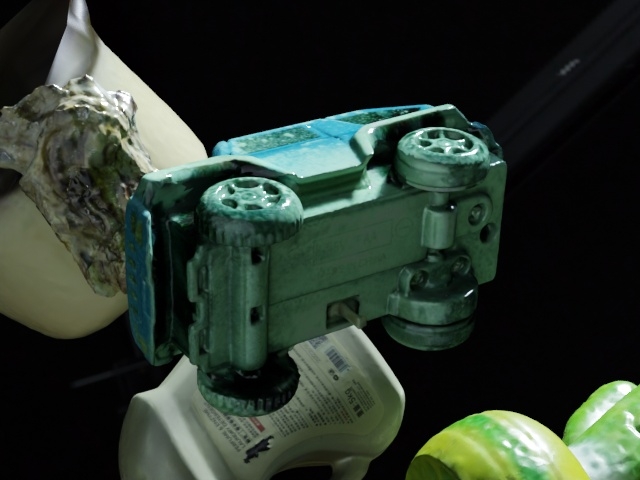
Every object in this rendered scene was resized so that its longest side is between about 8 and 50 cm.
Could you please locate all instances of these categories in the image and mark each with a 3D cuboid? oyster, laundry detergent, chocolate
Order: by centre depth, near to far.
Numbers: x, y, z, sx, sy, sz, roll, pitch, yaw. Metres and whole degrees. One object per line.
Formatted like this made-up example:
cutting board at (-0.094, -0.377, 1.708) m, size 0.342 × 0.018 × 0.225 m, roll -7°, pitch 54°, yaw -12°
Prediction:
oyster at (-0.157, -0.040, 0.953) m, size 0.053 × 0.108 × 0.166 m, roll 0°, pitch -59°, yaw 62°
laundry detergent at (-0.062, 0.156, 1.039) m, size 0.181 × 0.253 × 0.091 m, roll 51°, pitch -31°, yaw 1°
chocolate at (-0.274, -0.058, 1.447) m, size 0.314 × 0.297 × 0.326 m, roll -32°, pitch -139°, yaw 32°

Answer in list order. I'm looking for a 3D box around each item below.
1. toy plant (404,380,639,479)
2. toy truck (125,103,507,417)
toy plant at (0.240, 0.196, 1.084) m, size 0.224 × 0.315 × 0.184 m, roll 28°, pitch -48°, yaw 63°
toy truck at (0.000, 0.000, 0.909) m, size 0.156 × 0.278 × 0.155 m, roll 38°, pitch -45°, yaw 48°
